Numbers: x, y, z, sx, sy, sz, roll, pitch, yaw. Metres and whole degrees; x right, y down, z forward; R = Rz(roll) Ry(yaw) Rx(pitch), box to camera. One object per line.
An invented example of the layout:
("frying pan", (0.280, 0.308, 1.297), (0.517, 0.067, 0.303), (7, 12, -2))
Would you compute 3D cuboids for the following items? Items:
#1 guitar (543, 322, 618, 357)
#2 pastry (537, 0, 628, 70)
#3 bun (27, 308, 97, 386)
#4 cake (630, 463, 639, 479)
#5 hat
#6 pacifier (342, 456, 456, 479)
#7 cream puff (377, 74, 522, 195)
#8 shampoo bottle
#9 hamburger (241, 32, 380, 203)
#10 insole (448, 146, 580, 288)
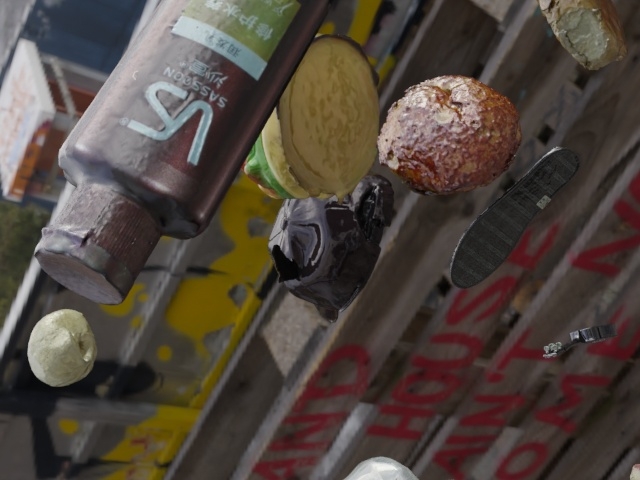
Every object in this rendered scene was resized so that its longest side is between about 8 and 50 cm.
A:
("guitar", (0.544, 0.212, 1.958), (0.084, 0.271, 0.038), (-25, 77, 40))
("pastry", (0.503, -0.432, 1.766), (0.100, 0.229, 0.218), (-28, 56, 32))
("bun", (-0.277, 0.121, 1.013), (0.055, 0.086, 0.086), (9, 85, 28))
("cake", (0.667, 0.462, 1.624), (0.117, 0.220, 0.086), (70, -145, -78))
("hat", (-0.029, 0.004, 1.542), (0.336, 0.209, 0.238), (123, 156, -60))
("pacifier", (0.080, 0.306, 0.777), (0.273, 0.332, 0.220), (15, 47, 41))
("cream puff", (0.209, -0.180, 1.518), (0.240, 0.164, 0.240), (-19, 40, 17))
("shampoo bottle", (-0.109, -0.103, 0.726), (0.323, 0.129, 0.084), (-62, 5, -26))
("hamburger", (-0.034, -0.161, 1.214), (0.149, 0.237, 0.237), (4, 81, 40))
("insole", (0.330, -0.036, 1.589), (0.309, 0.110, 0.012), (-48, 29, 17))
